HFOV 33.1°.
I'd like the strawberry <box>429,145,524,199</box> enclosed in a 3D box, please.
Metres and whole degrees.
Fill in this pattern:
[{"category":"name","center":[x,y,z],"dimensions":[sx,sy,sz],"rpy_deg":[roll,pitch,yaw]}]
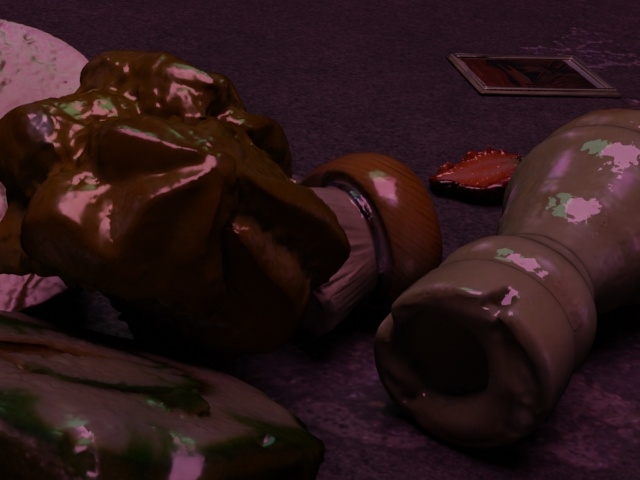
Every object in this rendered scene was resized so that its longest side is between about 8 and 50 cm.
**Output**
[{"category":"strawberry","center":[0.229,-0.087,1.518],"dimensions":[0.152,0.048,0.104],"rpy_deg":[-10,34,5]}]

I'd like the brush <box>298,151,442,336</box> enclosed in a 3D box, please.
[{"category":"brush","center":[0.000,0.000,1.195],"dimensions":[0.166,0.174,0.267],"rpy_deg":[-19,14,-24]}]

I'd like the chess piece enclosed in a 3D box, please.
[{"category":"chess piece","center":[0.241,0.029,1.119],"dimensions":[0.234,0.234,0.442],"rpy_deg":[21,34,27]}]

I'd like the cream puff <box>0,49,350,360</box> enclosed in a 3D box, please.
[{"category":"cream puff","center":[-0.114,-0.038,0.960],"dimensions":[0.270,0.323,0.274],"rpy_deg":[-10,60,33]}]

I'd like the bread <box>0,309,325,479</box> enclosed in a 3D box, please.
[{"category":"bread","center":[-0.188,0.134,0.764],"dimensions":[0.382,0.129,0.366],"rpy_deg":[15,0,31]}]

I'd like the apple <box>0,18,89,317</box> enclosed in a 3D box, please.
[{"category":"apple","center":[-0.387,-0.064,1.090],"dimensions":[0.365,0.295,0.329],"rpy_deg":[-5,22,-24]}]

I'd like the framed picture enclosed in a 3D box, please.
[{"category":"framed picture","center":[0.393,-0.311,2.007],"dimensions":[0.273,0.016,0.216],"rpy_deg":[-1,28,-13]}]
